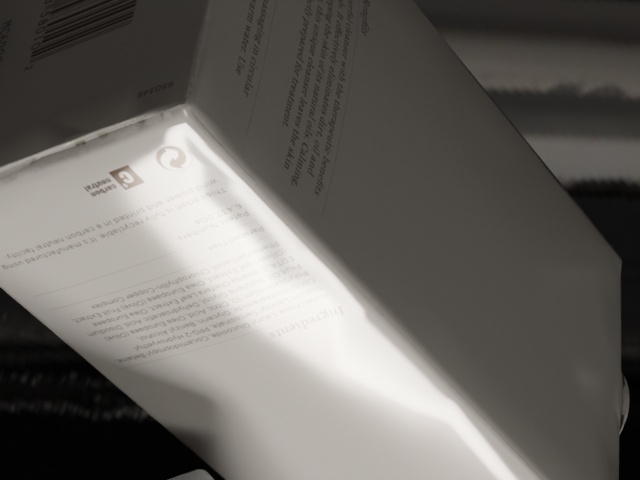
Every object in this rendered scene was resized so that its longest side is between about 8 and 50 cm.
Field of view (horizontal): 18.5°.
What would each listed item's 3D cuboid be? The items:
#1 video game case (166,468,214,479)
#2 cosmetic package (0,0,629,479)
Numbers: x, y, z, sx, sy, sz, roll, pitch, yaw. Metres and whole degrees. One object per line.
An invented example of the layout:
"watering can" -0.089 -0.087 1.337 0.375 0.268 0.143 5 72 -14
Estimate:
"video game case" -0.120 0.261 0.926 0.204 0.285 0.025 -19 -150 -19
"cosmetic package" 0.000 0.000 0.941 0.365 0.155 0.197 48 -144 -37
